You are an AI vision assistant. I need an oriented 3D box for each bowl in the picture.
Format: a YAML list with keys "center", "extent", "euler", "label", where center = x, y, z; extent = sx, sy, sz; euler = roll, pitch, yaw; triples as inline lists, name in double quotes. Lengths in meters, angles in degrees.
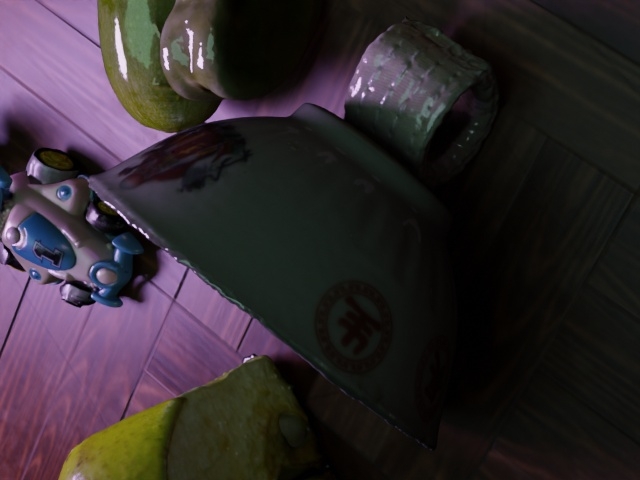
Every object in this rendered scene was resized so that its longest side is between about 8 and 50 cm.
- center: [0.000, 0.000, 1.103]
  extent: [0.337, 0.337, 0.157]
  euler: [38, 88, 23]
  label: "bowl"

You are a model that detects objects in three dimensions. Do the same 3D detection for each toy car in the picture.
- center: [-0.258, 0.000, 1.360]
  extent: [0.161, 0.098, 0.126]
  euler: [38, 119, 25]
  label: "toy car"

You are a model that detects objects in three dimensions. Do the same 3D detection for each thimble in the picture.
- center: [0.077, -0.106, 1.111]
  extent: [0.090, 0.102, 0.115]
  euler: [38, 135, 24]
  label: "thimble"

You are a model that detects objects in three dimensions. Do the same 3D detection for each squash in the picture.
- center: [-0.135, -0.277, 1.220]
  extent: [0.118, 0.118, 0.371]
  euler: [3, 98, 34]
  label: "squash"

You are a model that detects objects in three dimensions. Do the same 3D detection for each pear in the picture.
- center: [-0.099, 0.250, 1.204]
  extent: [0.164, 0.255, 0.238]
  euler: [-30, 86, 32]
  label: "pear"

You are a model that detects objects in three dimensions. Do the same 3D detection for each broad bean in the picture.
- center: [-0.063, -0.211, 1.163]
  extent: [0.072, 0.153, 0.207]
  euler: [6, 83, 45]
  label: "broad bean"
